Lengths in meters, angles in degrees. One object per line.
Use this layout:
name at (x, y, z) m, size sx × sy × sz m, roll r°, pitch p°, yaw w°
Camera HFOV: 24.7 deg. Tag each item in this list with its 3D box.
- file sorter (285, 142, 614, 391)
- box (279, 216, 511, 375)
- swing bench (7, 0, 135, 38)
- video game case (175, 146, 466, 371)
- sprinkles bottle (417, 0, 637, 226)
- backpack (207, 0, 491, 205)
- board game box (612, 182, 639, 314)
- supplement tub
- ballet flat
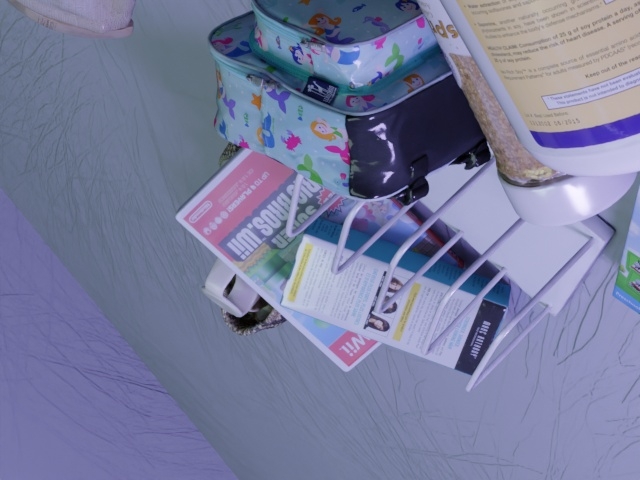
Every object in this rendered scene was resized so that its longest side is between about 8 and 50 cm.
file sorter at (0.123, -0.004, 1.521) m, size 0.278 × 0.173 × 0.193 m, roll 41°, pitch 157°, yaw 12°
box at (0.086, 0.063, 1.669) m, size 0.244 × 0.060 × 0.100 m, roll 20°, pitch 116°, yaw 2°
swing bench at (-0.181, -0.333, 1.408) m, size 0.165 × 0.255 × 0.253 m, roll 45°, pitch 157°, yaw 3°
video game case at (0.000, 0.000, 1.708) m, size 0.285 × 0.204 × 0.025 m, roll 43°, pitch -158°, yaw -13°
sprinkles bottle at (0.156, -0.182, 1.241) m, size 0.121 × 0.121 × 0.355 m, roll 14°, pitch 140°, yaw 52°
backpack at (0.020, -0.161, 1.372) m, size 0.253 × 0.225 × 0.191 m, roll 19°, pitch 128°, yaw 40°
board game box at (0.355, 0.030, 1.344) m, size 0.160 × 0.039 × 0.211 m, roll 37°, pitch 154°, yaw 24°
supplement tub at (0.174, -0.235, 0.969) m, size 0.241 × 0.241 × 0.331 m, roll 7°, pitch 135°, yaw 57°
ballet flat at (-0.075, -0.005, 1.851) m, size 0.164 × 0.182 × 0.483 m, roll 42°, pitch 157°, yaw 18°
